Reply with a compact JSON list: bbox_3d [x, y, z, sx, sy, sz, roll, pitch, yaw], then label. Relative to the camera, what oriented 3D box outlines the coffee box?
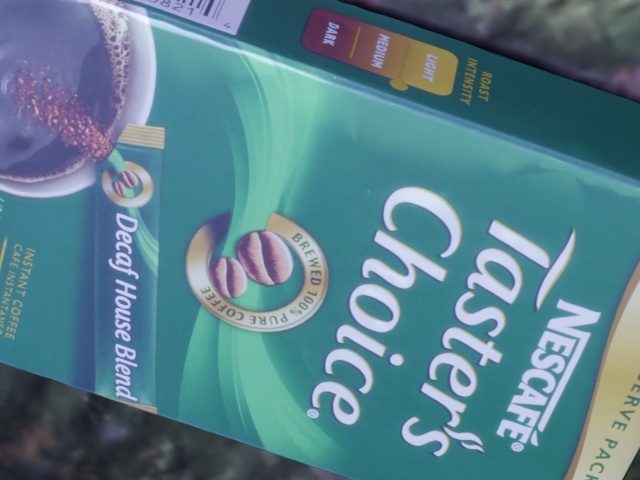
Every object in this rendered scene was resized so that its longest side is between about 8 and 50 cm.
[{"bbox_3d":[0.000,0.000,0.426,0.184,0.040,0.113,20,123,-3],"label":"coffee box"}]
